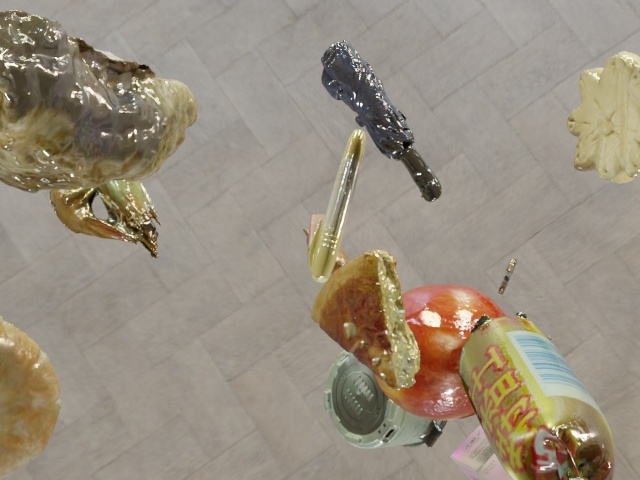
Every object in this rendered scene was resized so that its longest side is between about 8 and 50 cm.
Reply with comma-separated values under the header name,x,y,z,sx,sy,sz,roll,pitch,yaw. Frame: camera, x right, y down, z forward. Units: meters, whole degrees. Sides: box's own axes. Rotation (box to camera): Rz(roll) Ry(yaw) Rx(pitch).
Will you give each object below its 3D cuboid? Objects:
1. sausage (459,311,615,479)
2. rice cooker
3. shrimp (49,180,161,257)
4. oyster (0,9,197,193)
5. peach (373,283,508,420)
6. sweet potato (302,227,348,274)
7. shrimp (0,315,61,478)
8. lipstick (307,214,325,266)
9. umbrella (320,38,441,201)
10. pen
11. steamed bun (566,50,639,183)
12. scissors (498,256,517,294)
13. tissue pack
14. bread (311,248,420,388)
name,x,y,z,sx,sy,sz,roll,pitch,yaw
sausage,0.224,0.190,0.820,0.117,0.317,0.125,-2,107,0
rice cooker,0.153,0.338,1.760,0.280,0.227,0.241,47,118,37
shrimp,-0.343,-0.057,1.292,0.145,0.061,0.267,-43,69,-11
oyster,-0.242,-0.125,0.711,0.110,0.341,0.166,18,83,39
peach,0.226,0.193,1.393,0.281,0.281,0.238,6,76,7
sweet potato,0.009,0.023,1.667,0.056,0.056,0.195,-47,45,-1
shrimp,-0.387,0.121,0.759,0.317,0.077,0.168,42,66,-30
lipstick,0.000,0.000,1.526,0.045,0.145,0.045,0,117,2
umbrella,0.082,-0.156,1.081,0.071,0.071,0.248,-35,97,1
pen,0.022,-0.051,1.090,0.040,0.032,0.233,10,67,12
steamed bun,0.662,-0.262,1.730,0.137,0.295,0.292,-5,46,-20
scissors,0.395,0.077,1.694,0.017,0.220,0.088,24,95,13
tissue pack,0.406,0.409,1.676,0.246,0.148,0.092,-44,97,-12
bread,0.042,0.081,0.881,0.136,0.054,0.154,-1,104,47
